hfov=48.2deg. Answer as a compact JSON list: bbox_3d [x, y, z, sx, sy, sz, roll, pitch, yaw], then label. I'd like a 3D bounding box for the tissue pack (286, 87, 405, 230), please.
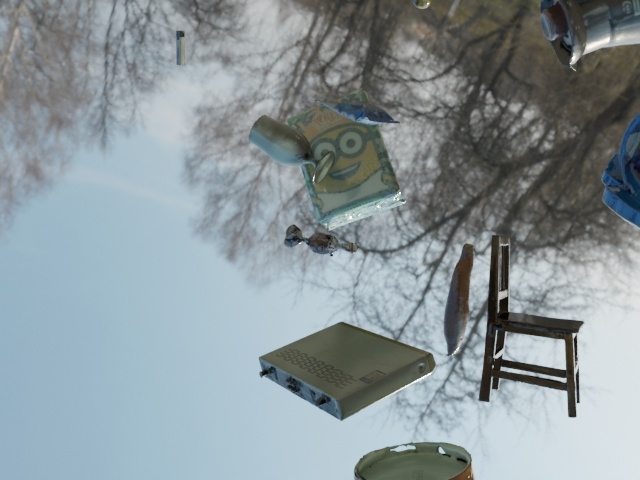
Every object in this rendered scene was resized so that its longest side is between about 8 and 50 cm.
[{"bbox_3d":[0.066,-0.211,1.871,0.128,0.227,0.311,34,-142,-71],"label":"tissue pack"}]

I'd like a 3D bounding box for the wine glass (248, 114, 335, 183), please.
[{"bbox_3d":[-0.072,-0.220,1.700,0.202,0.093,0.093,33,-160,19],"label":"wine glass"}]

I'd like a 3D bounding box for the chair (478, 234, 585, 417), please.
[{"bbox_3d":[0.550,0.203,1.811,0.240,0.417,0.203,6,-177,25],"label":"chair"}]

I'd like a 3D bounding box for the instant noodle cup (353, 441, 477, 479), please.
[{"bbox_3d":[0.144,0.408,1.033,0.230,0.183,0.230,-7,-176,0],"label":"instant noodle cup"}]

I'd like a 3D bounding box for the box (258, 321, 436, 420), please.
[{"bbox_3d":[0.033,0.210,1.189,0.210,0.045,0.270,-21,-164,-29],"label":"box"}]

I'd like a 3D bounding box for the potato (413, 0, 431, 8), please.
[{"bbox_3d":[0.226,-0.551,1.574,0.045,0.092,0.047,4,-134,2],"label":"potato"}]

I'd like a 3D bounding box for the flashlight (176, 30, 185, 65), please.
[{"bbox_3d":[-0.346,-0.476,1.770,0.018,0.083,0.018,17,-155,29],"label":"flashlight"}]

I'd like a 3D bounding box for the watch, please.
[{"bbox_3d":[0.781,-0.182,1.613,0.241,0.275,0.305,-2,-144,-16],"label":"watch"}]

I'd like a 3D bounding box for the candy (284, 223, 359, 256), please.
[{"bbox_3d":[0.000,0.000,1.912,0.226,0.051,0.094,15,-143,30],"label":"candy"}]

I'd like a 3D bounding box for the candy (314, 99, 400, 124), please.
[{"bbox_3d":[0.065,-0.228,1.270,0.136,0.038,0.088,27,-155,38],"label":"candy"}]

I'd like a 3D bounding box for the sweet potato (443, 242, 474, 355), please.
[{"bbox_3d":[0.300,0.134,1.555,0.057,0.265,0.057,4,-159,-2],"label":"sweet potato"}]

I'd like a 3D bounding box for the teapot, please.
[{"bbox_3d":[0.736,-0.649,1.822,0.305,0.361,0.376,-90,-21,-79],"label":"teapot"}]
